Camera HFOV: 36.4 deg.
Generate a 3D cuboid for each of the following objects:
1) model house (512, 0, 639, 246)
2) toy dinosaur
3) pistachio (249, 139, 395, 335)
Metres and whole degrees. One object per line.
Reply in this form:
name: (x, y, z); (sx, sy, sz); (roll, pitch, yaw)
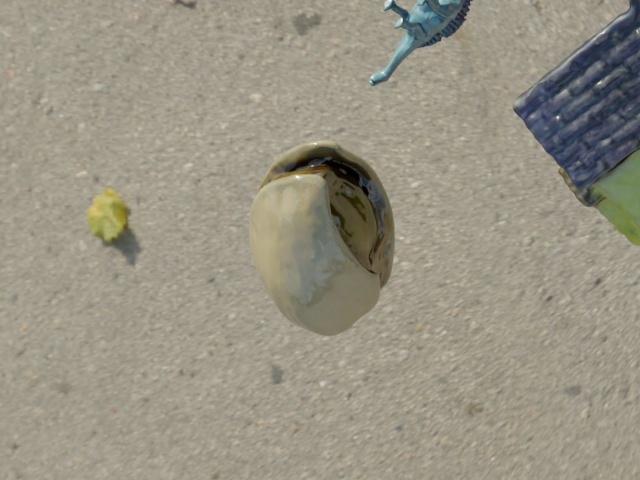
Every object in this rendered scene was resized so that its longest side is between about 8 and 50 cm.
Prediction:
model house: (0.275, -0.128, 0.827); (0.194, 0.211, 0.170); (-39, 33, 29)
toy dinosaur: (0.109, -0.229, 0.960); (0.197, 0.080, 0.045); (-46, 56, 21)
pistachio: (0.000, 0.000, 0.987); (0.153, 0.137, 0.238); (13, 139, 6)
